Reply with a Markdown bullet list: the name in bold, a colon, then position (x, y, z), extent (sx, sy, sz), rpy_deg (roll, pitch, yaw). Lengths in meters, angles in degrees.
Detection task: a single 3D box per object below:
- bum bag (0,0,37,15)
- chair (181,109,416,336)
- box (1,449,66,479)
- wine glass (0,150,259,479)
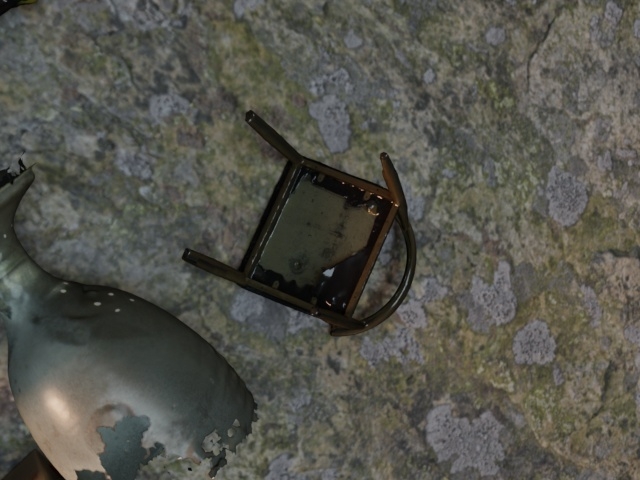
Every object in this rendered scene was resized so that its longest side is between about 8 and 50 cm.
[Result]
- **bum bag**: position (-0.351, -0.228, 0.608), extent (0.233, 0.060, 0.106), rpy_deg (-37, 108, -16)
- **chair**: position (0.000, 0.000, 0.748), extent (0.188, 0.166, 0.272), rpy_deg (-66, 157, -5)
- **box**: position (-0.233, 0.314, 0.680), extent (0.058, 0.141, 0.201), rpy_deg (-44, 112, -19)
- **wine glass**: position (-0.221, 0.108, 0.641), extent (0.190, 0.190, 0.357), rpy_deg (-42, 106, -14)
